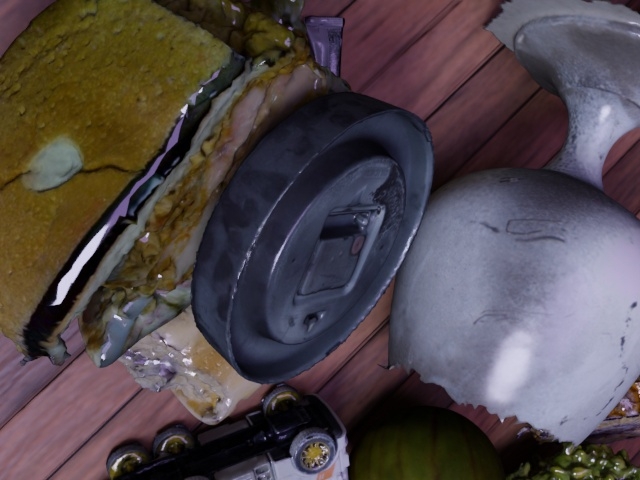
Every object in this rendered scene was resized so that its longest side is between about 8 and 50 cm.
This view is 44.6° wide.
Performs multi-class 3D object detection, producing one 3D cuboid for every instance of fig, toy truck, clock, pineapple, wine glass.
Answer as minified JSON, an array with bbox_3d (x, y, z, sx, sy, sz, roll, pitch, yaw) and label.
[{"bbox_3d":[0.094,0.274,0.678,0.151,0.151,0.259,19,56,-26],"label":"fig"},{"bbox_3d":[-0.085,0.218,0.664,0.227,0.098,0.114,-18,112,-16],"label":"toy truck"},{"bbox_3d":[0.000,0.000,0.546,0.215,0.042,0.215,-39,147,-32],"label":"clock"},{"bbox_3d":[0.280,0.127,0.792,0.176,0.161,0.137,3,64,-20],"label":"pineapple"},{"bbox_3d":[0.190,-0.007,0.660,0.238,0.238,0.323,26,82,-26],"label":"wine glass"}]

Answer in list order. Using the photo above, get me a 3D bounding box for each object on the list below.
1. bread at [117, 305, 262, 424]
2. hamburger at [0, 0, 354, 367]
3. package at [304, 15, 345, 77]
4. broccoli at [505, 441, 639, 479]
[{"bbox_3d":[-0.074,0.068,0.635,0.177,0.084,0.119,-35,117,-22],"label":"bread"},{"bbox_3d":[-0.120,-0.069,0.524,0.288,0.192,0.168,-51,151,2],"label":"hamburger"},{"bbox_3d":[0.003,-0.133,0.662,0.037,0.015,0.110,-4,102,-21],"label":"package"},{"bbox_3d":[0.230,0.303,0.743,0.242,0.273,0.180,-41,96,9],"label":"broccoli"}]
